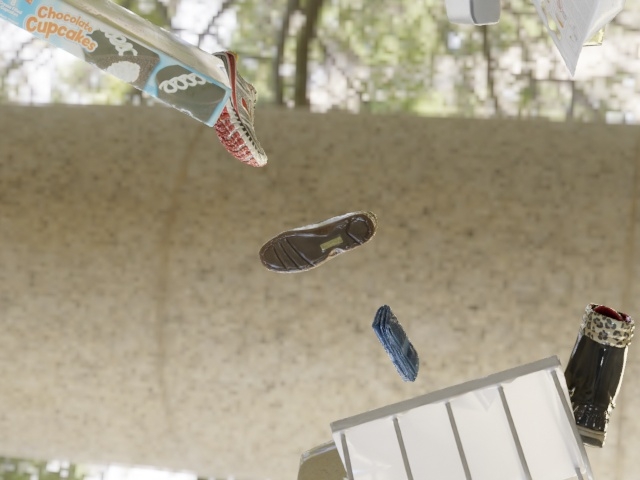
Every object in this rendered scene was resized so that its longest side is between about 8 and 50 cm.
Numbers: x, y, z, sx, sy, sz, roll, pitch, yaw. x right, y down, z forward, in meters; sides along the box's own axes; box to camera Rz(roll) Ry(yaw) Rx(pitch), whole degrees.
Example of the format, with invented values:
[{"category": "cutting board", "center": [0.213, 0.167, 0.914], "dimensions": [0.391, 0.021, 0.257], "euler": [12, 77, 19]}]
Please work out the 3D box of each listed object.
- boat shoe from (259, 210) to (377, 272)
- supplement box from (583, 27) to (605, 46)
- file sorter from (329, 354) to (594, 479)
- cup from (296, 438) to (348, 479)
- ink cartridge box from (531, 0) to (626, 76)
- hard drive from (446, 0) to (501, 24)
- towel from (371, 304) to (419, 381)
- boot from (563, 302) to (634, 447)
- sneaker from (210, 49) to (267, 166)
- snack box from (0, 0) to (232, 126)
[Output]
[{"category": "boat shoe", "center": [0.000, 0.000, 2.308], "dimensions": [0.072, 0.190, 0.068], "euler": [-60, -47, -70]}, {"category": "supplement box", "center": [0.394, -0.346, 2.259], "dimensions": [0.083, 0.056, 0.083], "euler": [81, -175, -66]}, {"category": "file sorter", "center": [0.180, 0.293, 1.745], "dimensions": [0.173, 0.278, 0.192], "euler": [-104, -5, -51]}, {"category": "cup", "center": [0.080, 0.385, 2.047], "dimensions": [0.331, 0.237, 0.331], "euler": [8, -90, -88]}, {"category": "ink cartridge box", "center": [0.283, -0.289, 1.645], "dimensions": [0.179, 0.045, 0.145], "euler": [94, 158, -58]}, {"category": "hard drive", "center": [0.220, -0.440, 2.247], "dimensions": [0.353, 0.047, 0.233], "euler": [-98, 5, -81]}, {"category": "towel", "center": [0.123, 0.162, 2.393], "dimensions": [0.119, 0.029, 0.067], "euler": [59, -155, -23]}, {"category": "boot", "center": [0.370, 0.173, 2.053], "dimensions": [0.236, 0.085, 0.178], "euler": [-54, -22, -82]}, {"category": "sneaker", "center": [-0.142, -0.232, 2.664], "dimensions": [0.093, 0.088, 0.225], "euler": [-33, -66, -24]}, {"category": "snack box", "center": [-0.270, -0.260, 1.915], "dimensions": [0.060, 0.322, 0.187], "euler": [-60, 15, 12]}]
